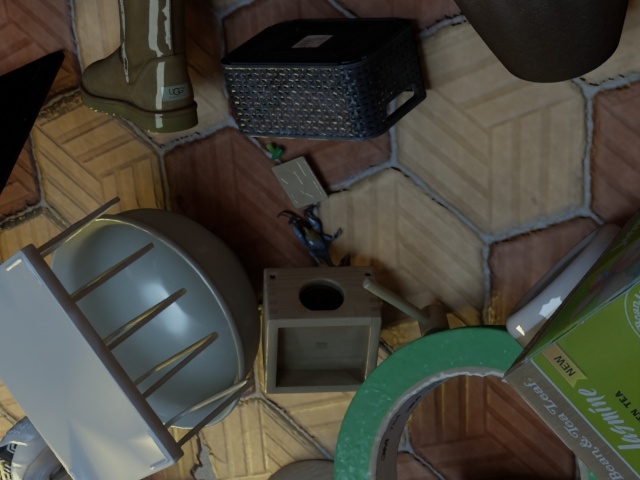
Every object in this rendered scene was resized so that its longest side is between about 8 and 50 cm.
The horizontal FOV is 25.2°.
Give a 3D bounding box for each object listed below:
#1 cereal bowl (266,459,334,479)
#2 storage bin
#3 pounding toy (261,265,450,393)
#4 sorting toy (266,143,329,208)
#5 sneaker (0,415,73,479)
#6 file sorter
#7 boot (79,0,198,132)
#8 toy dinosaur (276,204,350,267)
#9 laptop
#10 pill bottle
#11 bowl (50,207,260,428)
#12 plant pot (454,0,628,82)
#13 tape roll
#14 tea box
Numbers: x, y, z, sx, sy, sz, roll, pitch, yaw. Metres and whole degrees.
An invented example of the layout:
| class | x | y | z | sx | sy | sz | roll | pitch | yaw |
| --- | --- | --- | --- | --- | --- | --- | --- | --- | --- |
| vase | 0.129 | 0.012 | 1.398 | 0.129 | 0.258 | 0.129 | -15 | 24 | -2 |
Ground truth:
| class | x | y | z | sx | sy | sz | roll | pitch | yaw |
| --- | --- | --- | --- | --- | --- | --- | --- | --- | --- |
| cereal bowl | 0.017 | 0.462 | 1.871 | 0.339 | 0.141 | 0.339 | 20 | 128 | 27 |
| storage bin | 0.003 | -0.167 | 1.462 | 0.180 | 0.122 | 0.084 | 6 | 123 | 35 |
| pounding toy | 0.039 | 0.079 | 1.615 | 0.206 | 0.094 | 0.181 | -1 | 134 | -5 |
| sorting toy | -0.029 | -0.078 | 1.626 | 0.062 | 0.012 | 0.083 | -15 | 112 | 48 |
| sneaker | -0.382 | 0.386 | 2.137 | 0.210 | 0.137 | 0.366 | 37 | 140 | 11 |
| file sorter | -0.243 | 0.117 | 1.620 | 0.193 | 0.173 | 0.278 | -31 | 97 | 46 |
| boot | -0.204 | -0.273 | 1.579 | 0.236 | 0.089 | 0.270 | 23 | 122 | 50 |
| toy dinosaur | 0.000 | 0.000 | 1.654 | 0.082 | 0.047 | 0.090 | 59 | 169 | -23 |
| laptop | -0.454 | 0.025 | 1.789 | 0.407 | 0.382 | 0.236 | -18 | 130 | 31 |
| pill bottle | 0.322 | 0.123 | 1.391 | 0.264 | 0.153 | 0.153 | 45 | 136 | 3 |
| bowl | -0.178 | 0.074 | 1.760 | 0.297 | 0.134 | 0.298 | 20 | 129 | 27 |
| plant pot | 0.184 | -0.257 | 1.221 | 0.215 | 0.215 | 0.230 | 9 | 137 | 34 |
| tape roll | 0.175 | 0.251 | 1.526 | 0.321 | 0.077 | 0.321 | 0 | 89 | 21 |
| tea box | 0.379 | 0.036 | 1.159 | 0.220 | 0.329 | 0.323 | 46 | 135 | 2 |
